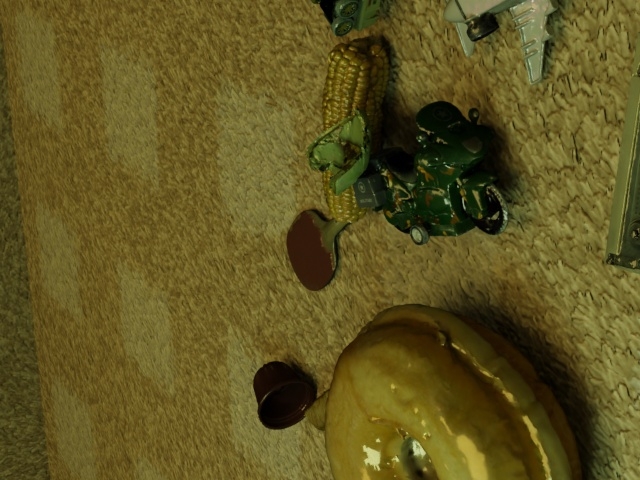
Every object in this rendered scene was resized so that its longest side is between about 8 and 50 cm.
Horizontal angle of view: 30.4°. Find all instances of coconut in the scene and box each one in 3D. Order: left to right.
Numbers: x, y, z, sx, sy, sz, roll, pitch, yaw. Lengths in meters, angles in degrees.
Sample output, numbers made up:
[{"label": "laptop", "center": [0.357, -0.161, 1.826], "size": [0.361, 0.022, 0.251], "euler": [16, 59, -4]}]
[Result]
[{"label": "coconut", "center": [0.036, -0.123, 1.640], "size": [0.133, 0.055, 0.158], "euler": [-54, 25, 21]}]

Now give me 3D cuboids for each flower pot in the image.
[{"label": "flower pot", "center": [-0.075, 0.266, 2.100], "size": [0.089, 0.111, 0.111], "euler": [-126, 37, -49]}]

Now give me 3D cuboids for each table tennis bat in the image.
[{"label": "table tennis bat", "center": [0.000, 0.000, 1.953], "size": [0.234, 0.022, 0.131], "euler": [-47, 62, 55]}]

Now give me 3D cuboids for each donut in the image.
[{"label": "donut", "center": [0.173, 0.301, 1.624], "size": [0.449, 0.198, 0.448], "euler": [23, 120, 47]}]

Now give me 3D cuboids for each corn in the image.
[{"label": "corn", "center": [0.047, -0.159, 1.752], "size": [0.101, 0.101, 0.291], "euler": [38, 134, 45]}]

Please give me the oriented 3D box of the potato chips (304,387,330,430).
[{"label": "potato chips", "center": [0.052, 0.244, 1.915], "size": [0.057, 0.080, 0.407], "euler": [56, 144, 11]}]

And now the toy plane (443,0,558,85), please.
[{"label": "toy plane", "center": [0.224, -0.309, 1.413], "size": [0.255, 0.101, 0.251], "euler": [-21, 96, 57]}]

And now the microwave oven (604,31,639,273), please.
[{"label": "microwave oven", "center": [0.400, -0.076, 1.158], "size": [0.194, 0.145, 0.240], "euler": [21, 108, 56]}]

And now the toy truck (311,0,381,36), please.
[{"label": "toy truck", "center": [0.060, -0.375, 1.629], "size": [0.085, 0.116, 0.191], "euler": [56, 152, 28]}]

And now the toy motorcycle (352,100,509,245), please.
[{"label": "toy motorcycle", "center": [0.145, -0.092, 1.603], "size": [0.275, 0.125, 0.187], "euler": [-2, 109, 57]}]
